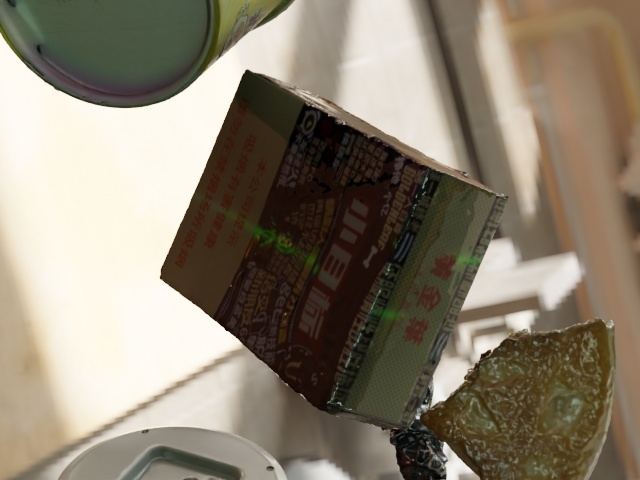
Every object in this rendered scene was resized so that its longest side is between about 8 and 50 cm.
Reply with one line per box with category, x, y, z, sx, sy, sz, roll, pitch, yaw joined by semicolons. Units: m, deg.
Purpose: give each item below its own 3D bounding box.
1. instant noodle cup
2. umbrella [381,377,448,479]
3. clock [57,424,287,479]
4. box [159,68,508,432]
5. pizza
instant noodle cup;-0.146;-0.244;1.599;0.264;0.264;0.200;64;28;-22
umbrella;0.080;0.159;1.804;0.080;0.071;0.224;1;54;-28
clock;-0.142;0.268;1.861;0.230;0.230;0.083;-52;150;-54
box;0.000;0.000;1.528;0.084;0.310;0.198;19;98;-33
pizza;0.157;0.146;1.561;0.062;0.161;0.182;-160;-105;-76
